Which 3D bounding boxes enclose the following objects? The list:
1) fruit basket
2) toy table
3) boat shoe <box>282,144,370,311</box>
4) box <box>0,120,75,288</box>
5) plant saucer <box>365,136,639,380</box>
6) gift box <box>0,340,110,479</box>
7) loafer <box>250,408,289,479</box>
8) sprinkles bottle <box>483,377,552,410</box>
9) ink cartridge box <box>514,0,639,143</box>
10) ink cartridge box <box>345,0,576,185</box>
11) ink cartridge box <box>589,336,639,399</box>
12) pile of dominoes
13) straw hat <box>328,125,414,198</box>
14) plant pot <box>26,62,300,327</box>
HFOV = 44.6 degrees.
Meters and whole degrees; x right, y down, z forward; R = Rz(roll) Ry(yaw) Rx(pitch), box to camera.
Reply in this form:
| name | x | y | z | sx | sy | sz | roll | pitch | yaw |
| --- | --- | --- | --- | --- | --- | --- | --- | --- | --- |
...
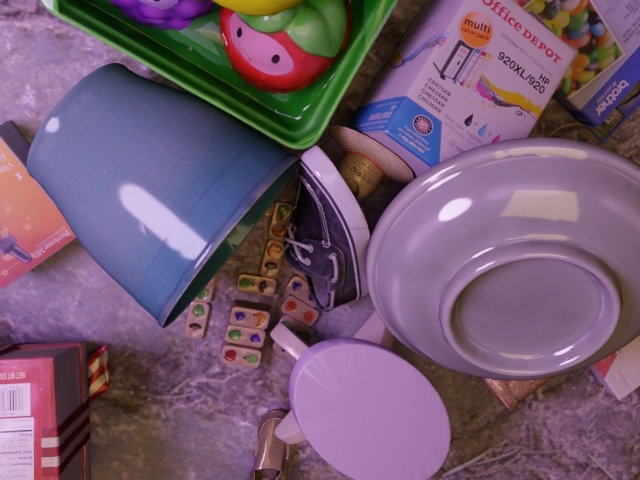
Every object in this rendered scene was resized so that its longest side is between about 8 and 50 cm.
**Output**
| name | x | y | z | sx | sy | sz | roll | pitch | yaw |
| --- | --- | --- | --- | --- | --- | --- | --- | --- | --- |
| fruit basket | -0.096 | -0.297 | 0.868 | 0.392 | 0.392 | 0.283 | 28 | 100 | -15 |
| toy table | 0.047 | 0.224 | 1.127 | 0.252 | 0.161 | 0.274 | -39 | 114 | -7 |
| boat shoe | 0.000 | 0.000 | 1.038 | 0.102 | 0.108 | 0.301 | -30 | 148 | -10 |
| box | -0.414 | -0.048 | 1.029 | 0.130 | 0.091 | 0.170 | -35 | 108 | 2 |
| plant saucer | 0.255 | 0.064 | 0.974 | 0.400 | 0.101 | 0.401 | 3 | 129 | 3 |
| gift box | -0.421 | 0.235 | 1.029 | 0.255 | 0.258 | 0.276 | 3 | 85 | -8 |
| loafer | -0.075 | 0.335 | 1.213 | 0.056 | 0.050 | 0.148 | 7 | 105 | -11 |
| sprinkles bottle | 0.392 | 0.108 | 1.188 | 0.355 | 0.121 | 0.121 | -37 | 108 | 3 |
| ink cartridge box | 0.375 | -0.298 | 1.103 | 0.311 | 0.065 | 0.186 | 39 | 97 | -19 |
| ink cartridge box | 0.176 | -0.187 | 1.020 | 0.171 | 0.168 | 0.233 | 33 | 84 | -17 |
| ink cartridge box | 0.515 | 0.145 | 1.246 | 0.198 | 0.067 | 0.115 | -38 | 108 | 3 |
| pile of dominoes | -0.083 | 0.064 | 1.141 | 0.195 | 0.040 | 0.251 | 11 | 104 | -12 |
| straw hat | 0.051 | -0.089 | 1.028 | 0.144 | 0.144 | 0.061 | 33 | 84 | -16 |
| plant pot | -0.207 | -0.076 | 0.978 | 0.255 | 0.271 | 0.272 | 39 | 97 | 0 |
